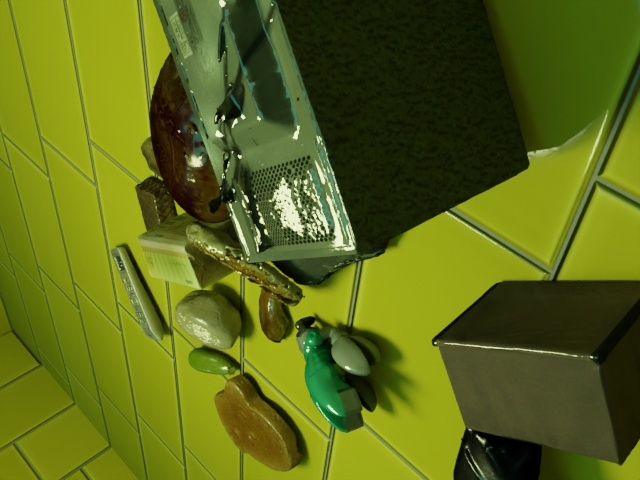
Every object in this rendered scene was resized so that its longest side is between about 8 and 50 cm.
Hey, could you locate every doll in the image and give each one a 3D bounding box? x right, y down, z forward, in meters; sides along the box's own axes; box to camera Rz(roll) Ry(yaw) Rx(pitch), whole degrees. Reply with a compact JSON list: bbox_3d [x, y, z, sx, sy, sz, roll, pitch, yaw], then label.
[{"bbox_3d":[0.037,0.248,1.395,0.195,0.153,0.258,98,150,-67],"label":"doll"}]

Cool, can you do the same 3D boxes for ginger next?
[{"bbox_3d":[-0.350,-0.182,1.599,0.190,0.069,0.095,28,111,39],"label":"ginger"}]

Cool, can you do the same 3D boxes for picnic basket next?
[{"bbox_3d":[-0.413,-0.063,1.786,0.110,0.055,0.193,25,132,39],"label":"picnic basket"}]

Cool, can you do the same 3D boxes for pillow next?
[{"bbox_3d":[0.000,0.000,1.263,0.161,0.092,0.335,35,147,-14],"label":"pillow"}]

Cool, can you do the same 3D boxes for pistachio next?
[{"bbox_3d":[-0.110,0.171,1.584,0.089,0.049,0.173,29,136,36],"label":"pistachio"}]

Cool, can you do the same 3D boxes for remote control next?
[{"bbox_3d":[-0.554,0.162,2.147,0.109,0.055,0.313,-7,106,61],"label":"remote control"}]

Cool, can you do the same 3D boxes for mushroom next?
[{"bbox_3d":[-0.204,-0.199,1.278,0.345,0.239,0.345,3,94,43],"label":"mushroom"}]

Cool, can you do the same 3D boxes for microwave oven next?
[{"bbox_3d":[0.010,-0.227,0.846,0.236,0.374,0.432,-7,106,55],"label":"microwave oven"}]

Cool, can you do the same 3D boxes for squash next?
[{"bbox_3d":[-0.301,0.340,1.948,0.201,0.066,0.066,5,120,47],"label":"squash"}]

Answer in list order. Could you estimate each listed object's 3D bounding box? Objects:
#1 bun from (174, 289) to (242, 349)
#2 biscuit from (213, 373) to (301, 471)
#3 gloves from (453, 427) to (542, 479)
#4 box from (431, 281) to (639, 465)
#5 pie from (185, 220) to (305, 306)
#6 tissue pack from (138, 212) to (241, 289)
[{"bbox_3d":[-0.270,0.186,1.742,0.173,0.113,0.166,35,151,-7],"label":"bun"},{"bbox_3d":[-0.181,0.487,1.912,0.344,0.057,0.287,0,116,52],"label":"biscuit"},{"bbox_3d":[0.303,0.401,1.171,0.301,0.152,0.197,60,176,-28],"label":"gloves"},{"bbox_3d":[0.307,0.159,0.922,0.252,0.188,0.153,-4,112,51],"label":"box"},{"bbox_3d":[-0.146,0.044,1.376,0.274,0.055,0.274,32,172,5],"label":"pie"},{"bbox_3d":[-0.284,0.017,1.586,0.234,0.159,0.125,7,120,49],"label":"tissue pack"}]
